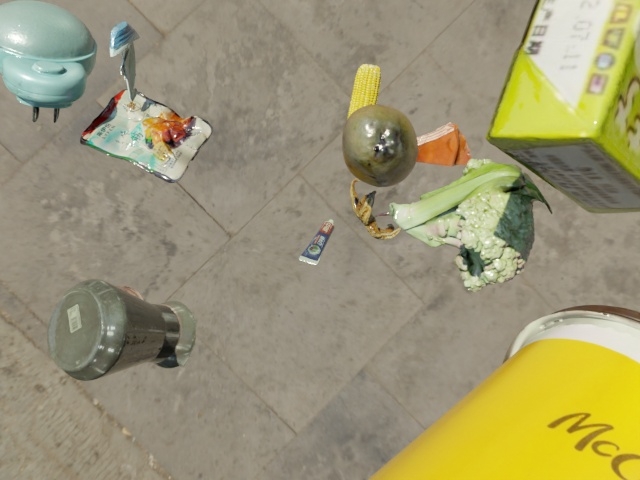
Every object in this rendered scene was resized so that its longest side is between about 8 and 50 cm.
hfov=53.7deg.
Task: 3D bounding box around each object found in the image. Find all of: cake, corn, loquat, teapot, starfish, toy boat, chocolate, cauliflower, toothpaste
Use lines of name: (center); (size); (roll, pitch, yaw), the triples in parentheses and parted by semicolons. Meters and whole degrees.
cake: (0.310, -0.281, 1.885); (0.287, 0.098, 0.135); (-5, 120, -13)
corn: (0.125, -0.396, 1.879); (0.081, 0.081, 0.248); (10, 100, -8)
loquat: (0.132, -0.214, 1.416); (0.179, 0.227, 0.179); (-4, 73, 14)
teapot: (-0.534, 0.230, 1.699); (0.253, 0.344, 0.300); (-47, 61, 13)
starfish: (0.130, -0.080, 1.668); (0.074, 0.146, 0.190); (-35, 86, 0)
toy boat: (-0.358, -0.345, 1.196); (0.034, 0.149, 0.105); (5, 60, 11)
chocolate: (0.374, -0.200, 0.782); (0.301, 0.137, 0.289); (21, 89, -39)
cauliflower: (0.264, -0.037, 1.175); (0.315, 0.239, 0.256); (1, 72, 21)
toothpaste: (0.000, 0.000, 1.190); (0.037, 0.140, 0.021); (18, 130, 10)

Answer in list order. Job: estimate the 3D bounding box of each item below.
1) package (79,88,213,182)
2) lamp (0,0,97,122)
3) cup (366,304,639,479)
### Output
package: (-0.336, -0.210, 1.231); (0.232, 0.040, 0.166); (26, 62, 12)
lamp: (-0.533, -0.359, 1.205); (0.209, 0.147, 0.284); (-3, 61, -28)
cup: (0.131, 0.163, 0.374); (0.280, 0.196, 0.196); (-20, 92, -32)
